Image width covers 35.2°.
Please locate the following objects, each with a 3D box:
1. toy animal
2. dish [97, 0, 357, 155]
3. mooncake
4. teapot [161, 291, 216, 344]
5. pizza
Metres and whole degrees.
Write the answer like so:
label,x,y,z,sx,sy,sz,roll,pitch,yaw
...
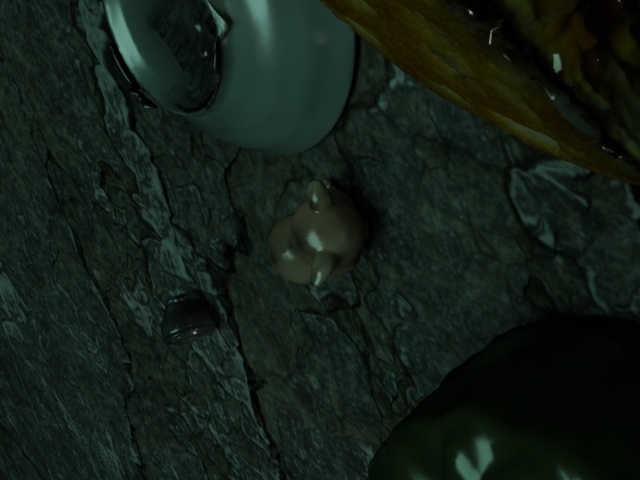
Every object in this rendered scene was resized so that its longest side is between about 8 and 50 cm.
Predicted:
label,x,y,z,sx,sy,sz,roll,pitch,yaw
toy animal,-0.006,0.002,0.945,0.083,0.089,0.150,53,154,3
dish,-0.113,-0.207,0.904,0.316,0.106,0.316,30,136,35
mooncake,0.199,0.248,0.773,0.356,0.194,0.356,31,136,36
teapot,-0.166,0.097,1.246,0.088,0.066,0.057,108,147,-74
pizza,0.069,-0.171,0.623,0.409,0.114,0.278,35,175,13
